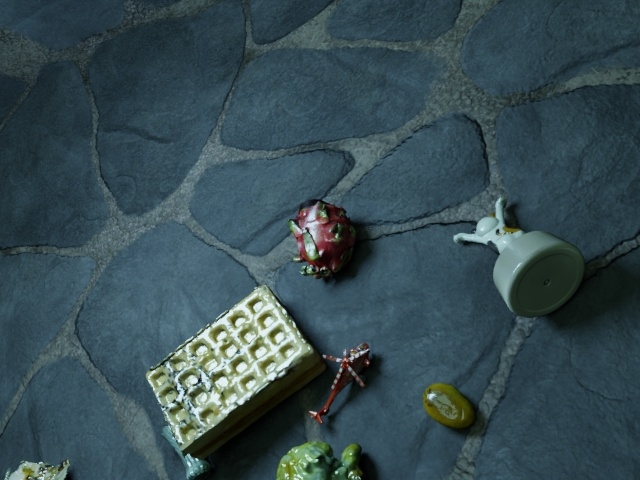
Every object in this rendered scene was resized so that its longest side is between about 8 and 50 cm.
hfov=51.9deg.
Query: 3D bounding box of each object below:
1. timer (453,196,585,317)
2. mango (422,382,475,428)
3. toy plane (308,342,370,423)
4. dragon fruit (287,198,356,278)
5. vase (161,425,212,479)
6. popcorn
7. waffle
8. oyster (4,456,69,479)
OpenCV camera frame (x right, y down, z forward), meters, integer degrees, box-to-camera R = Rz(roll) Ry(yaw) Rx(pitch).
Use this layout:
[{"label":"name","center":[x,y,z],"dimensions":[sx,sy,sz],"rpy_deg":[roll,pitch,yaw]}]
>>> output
[{"label":"timer","center":[0.401,0.016,1.382],"dimensions":[0.175,0.175,0.266],"rpy_deg":[-40,36,6]},{"label":"mango","center":[0.260,0.336,1.334],"dimensions":[0.114,0.057,0.078],"rpy_deg":[28,77,29]},{"label":"toy plane","center":[0.055,0.316,1.456],"dimensions":[0.126,0.077,0.194],"rpy_deg":[6,76,37]},{"label":"dragon fruit","center":[0.000,0.000,1.605],"dimensions":[0.167,0.160,0.171],"rpy_deg":[1,61,-16]},{"label":"vase","center":[-0.314,0.503,1.569],"dimensions":[0.081,0.081,0.148],"rpy_deg":[-43,55,4]},{"label":"popcorn","center":[0.008,0.487,1.330],"dimensions":[0.213,0.197,0.198],"rpy_deg":[-17,49,-21]},{"label":"waffle","center":[-0.208,0.303,1.550],"dimensions":[0.376,0.114,0.261],"rpy_deg":[-36,55,-3]},{"label":"oyster","center":[-0.710,0.692,1.636],"dimensions":[0.201,0.107,0.354],"rpy_deg":[-23,31,-4]}]
